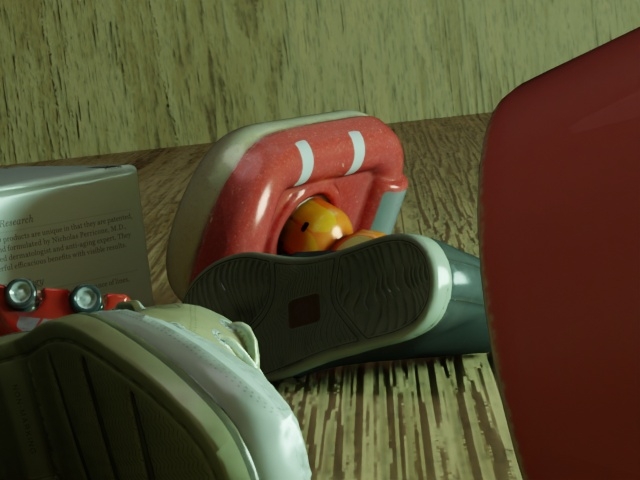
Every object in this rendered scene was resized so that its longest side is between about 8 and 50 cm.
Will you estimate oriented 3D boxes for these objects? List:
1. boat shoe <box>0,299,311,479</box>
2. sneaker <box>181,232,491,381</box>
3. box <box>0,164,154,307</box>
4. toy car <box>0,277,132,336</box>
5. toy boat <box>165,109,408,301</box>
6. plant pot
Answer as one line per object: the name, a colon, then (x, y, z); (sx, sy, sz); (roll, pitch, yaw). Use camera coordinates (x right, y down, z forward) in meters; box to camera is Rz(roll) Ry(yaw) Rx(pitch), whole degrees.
boat shoe: (-0.073, 0.073, 0.801); (0.103, 0.113, 0.302); (-17, 11, -26)
sneaker: (0.020, 0.051, 1.098); (0.222, 0.083, 0.118); (-9, -15, 41)
box: (-0.257, 0.010, 1.397); (0.182, 0.119, 0.181); (-12, 9, -38)
toy car: (-0.276, 0.058, 1.198); (0.239, 0.053, 0.225); (17, -23, -39)
toy boat: (0.000, 0.000, 1.299); (0.151, 0.151, 0.231); (33, 29, 30)
plant pot: (0.193, 0.016, 0.532); (0.243, 0.275, 0.275); (-13, 5, 22)
